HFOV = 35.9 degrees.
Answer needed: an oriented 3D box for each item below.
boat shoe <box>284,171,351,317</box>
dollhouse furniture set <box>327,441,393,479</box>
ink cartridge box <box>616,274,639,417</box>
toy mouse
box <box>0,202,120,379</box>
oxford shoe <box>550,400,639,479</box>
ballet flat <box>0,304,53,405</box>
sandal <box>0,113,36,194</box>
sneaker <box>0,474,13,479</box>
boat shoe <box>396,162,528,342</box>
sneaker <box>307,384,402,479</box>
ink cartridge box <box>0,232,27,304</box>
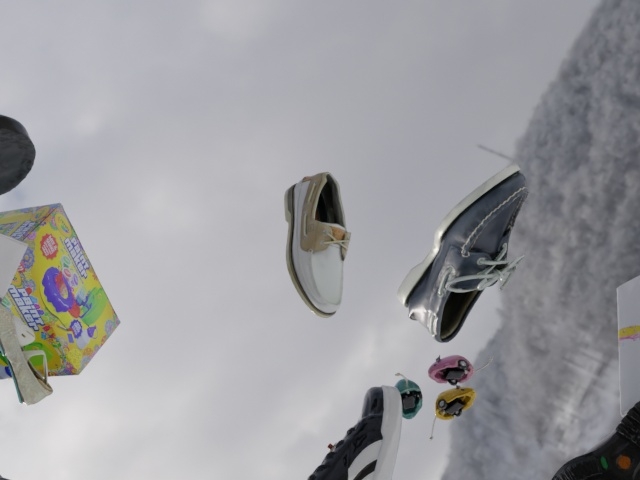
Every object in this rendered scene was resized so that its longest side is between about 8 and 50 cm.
[{"bbox_3d":[0.000,0.000,1.938,0.113,0.302,0.103,16,-38,-43],"label":"boat shoe"},{"bbox_3d":[0.041,0.316,1.106,0.129,0.129,0.184,-54,-15,-4],"label":"dollhouse furniture set"},{"bbox_3d":[0.504,0.153,1.283,0.168,0.171,0.233,-33,27,36],"label":"ink cartridge box"},{"bbox_3d":[0.141,0.183,1.265,0.143,0.031,0.161,25,-59,-33],"label":"toy mouse"},{"bbox_3d":[-0.598,0.105,1.940,0.290,0.279,0.177,69,-151,-26],"label":"box"},{"bbox_3d":[0.355,0.263,1.157,0.096,0.083,0.227,-9,-36,-54],"label":"oxford shoe"},{"bbox_3d":[-0.396,0.143,1.307,0.052,0.057,0.168,-18,-58,-14],"label":"ballet flat"},{"bbox_3d":[-0.538,-0.092,1.152,0.445,0.107,0.167,-2,-39,-41],"label":"sandal"},{"bbox_3d":[-0.716,0.415,1.914,0.202,0.482,0.185,-54,-32,-30],"label":"sneaker"},{"bbox_3d":[0.151,0.021,0.995,0.095,0.079,0.254,-21,-24,-34],"label":"boat shoe"},{"bbox_3d":[-0.003,0.207,0.836,0.079,0.121,0.217,101,-178,-54],"label":"sneaker"},{"bbox_3d":[-0.574,0.077,1.631,0.086,0.148,0.203,26,-98,-26],"label":"ink cartridge box"}]
